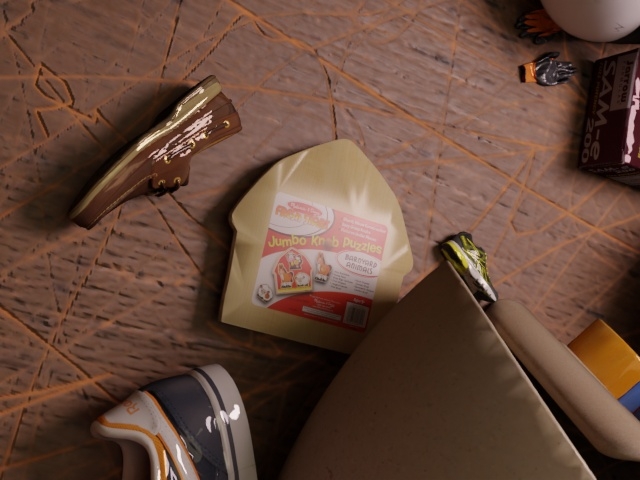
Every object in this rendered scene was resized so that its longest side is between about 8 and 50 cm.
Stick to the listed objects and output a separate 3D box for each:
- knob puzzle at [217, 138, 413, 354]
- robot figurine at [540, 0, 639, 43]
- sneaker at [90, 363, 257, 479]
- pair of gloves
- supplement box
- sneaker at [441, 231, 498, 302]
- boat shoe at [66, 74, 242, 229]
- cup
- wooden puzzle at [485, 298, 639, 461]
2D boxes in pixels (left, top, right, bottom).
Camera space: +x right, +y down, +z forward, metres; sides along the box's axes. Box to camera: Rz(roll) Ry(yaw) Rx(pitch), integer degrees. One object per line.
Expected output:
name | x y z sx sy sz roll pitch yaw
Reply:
knob puzzle | 0.000 0.000 0.923 0.213 0.030 0.213 1 88 -26
robot figurine | 0.356 -0.293 1.030 0.278 0.209 0.174 -7 104 -27
sneaker | -0.104 0.272 0.812 0.127 0.126 0.321 -14 87 -30
pair of gloves | 0.244 -0.208 1.063 0.074 0.010 0.083 -9 93 -27
supplement box | 0.410 -0.114 1.109 0.239 0.073 0.130 15 81 -26
sneaker | 0.159 0.026 1.001 0.035 0.031 0.083 -44 107 -22
boat shoe | -0.135 -0.066 0.838 0.178 0.064 0.060 -46 106 -23
cup | 0.101 0.218 0.836 0.237 0.331 0.331 -34 105 4
wooden puzzle | 0.336 0.197 0.927 0.348 0.322 0.080 41 97 -18
